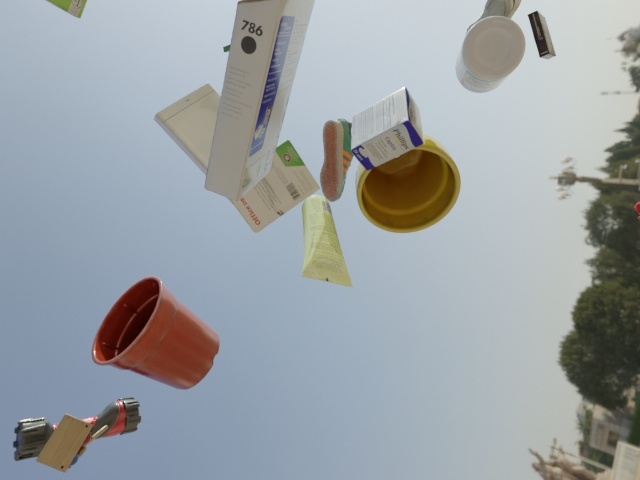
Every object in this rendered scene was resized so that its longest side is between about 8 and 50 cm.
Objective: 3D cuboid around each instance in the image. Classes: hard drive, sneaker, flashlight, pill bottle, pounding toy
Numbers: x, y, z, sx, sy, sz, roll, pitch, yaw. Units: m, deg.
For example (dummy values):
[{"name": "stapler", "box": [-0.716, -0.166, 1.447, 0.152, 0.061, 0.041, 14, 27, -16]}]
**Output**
[{"name": "hard drive", "box": [-0.320, -0.315, 1.462, 0.353, 0.047, 0.233, 48, -125, -8]}, {"name": "sneaker", "box": [0.468, -0.591, 1.208, 0.095, 0.090, 0.235, -47, -1, -10]}, {"name": "sneaker", "box": [0.076, -0.294, 1.673, 0.120, 0.108, 0.303, -19, -58, -41]}, {"name": "flashlight", "box": [-0.661, 0.506, 1.255, 0.303, 0.103, 0.103, 9, -60, -45]}, {"name": "pill bottle", "box": [0.405, -0.441, 1.117, 0.245, 0.136, 0.137, -34, -50, -76]}, {"name": "pounding toy", "box": [-0.606, 0.498, 1.123, 0.100, 0.141, 0.130, 29, -124, -10]}]

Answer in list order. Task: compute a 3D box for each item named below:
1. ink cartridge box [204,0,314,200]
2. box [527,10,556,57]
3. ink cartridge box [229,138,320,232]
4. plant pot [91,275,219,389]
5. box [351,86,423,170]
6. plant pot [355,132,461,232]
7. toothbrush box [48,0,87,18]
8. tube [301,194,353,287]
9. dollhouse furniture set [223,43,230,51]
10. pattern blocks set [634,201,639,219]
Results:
[{"name": "ink cartridge box", "box": [-0.086, -0.238, 0.676, 0.165, 0.065, 0.333, -61, -8, -63]}, {"name": "box", "box": [0.605, -0.556, 1.238, 0.162, 0.029, 0.116, -29, -79, -52]}, {"name": "ink cartridge box", "box": [-0.138, -0.150, 1.243, 0.219, 0.092, 0.160, -35, -71, -3]}, {"name": "plant pot", "box": [-0.454, 0.287, 1.316, 0.265, 0.272, 0.273, 44, -116, -35]}, {"name": "box", "box": [0.140, -0.235, 0.964, 0.072, 0.137, 0.126, 44, -143, -36]}, {"name": "plant pot", "box": [0.214, -0.187, 1.196, 0.239, 0.253, 0.254, -90, -17, -53]}, {"name": "toothbrush box", "box": [-0.671, -0.753, 1.140, 0.284, 0.122, 0.206, -62, -15, 10]}, {"name": "tube", "box": [0.000, 0.000, 0.855, 0.240, 0.069, 0.062, -100, -13, -54]}, {"name": "dollhouse furniture set", "box": [-0.258, -0.530, 1.419, 0.076, 0.058, 0.152, -22, -66, -31]}, {"name": "pattern blocks set", "box": [0.687, 0.078, 0.788, 0.026, 0.285, 0.325, -59, 5, 42]}]
